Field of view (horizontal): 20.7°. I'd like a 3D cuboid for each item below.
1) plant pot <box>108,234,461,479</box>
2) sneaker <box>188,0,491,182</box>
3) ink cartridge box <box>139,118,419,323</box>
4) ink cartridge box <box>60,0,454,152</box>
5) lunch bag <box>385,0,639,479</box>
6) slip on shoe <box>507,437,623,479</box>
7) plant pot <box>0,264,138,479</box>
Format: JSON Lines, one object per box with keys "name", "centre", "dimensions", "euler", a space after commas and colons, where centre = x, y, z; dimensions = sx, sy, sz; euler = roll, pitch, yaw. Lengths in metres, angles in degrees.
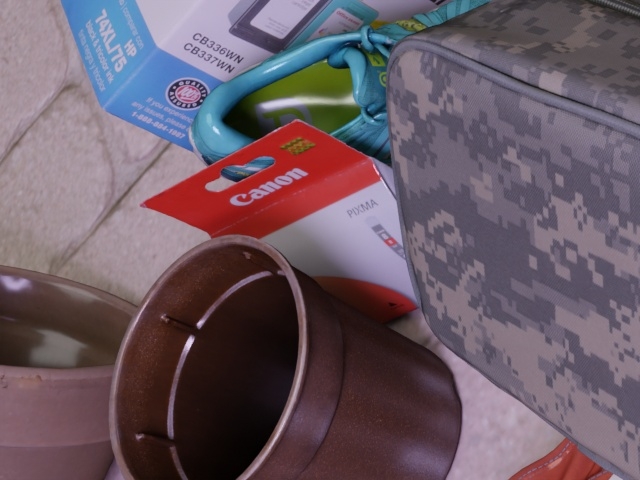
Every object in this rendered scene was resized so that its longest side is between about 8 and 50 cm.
{"name": "plant pot", "centre": [-0.014, 0.100, 1.064], "dimensions": [0.167, 0.165, 0.167], "euler": [-22, 57, 38]}
{"name": "sneaker", "centre": [0.053, -0.092, 1.067], "dimensions": [0.275, 0.110, 0.107], "euler": [-18, 85, 3]}
{"name": "ink cartridge box", "centre": [0.000, 0.000, 1.086], "dimensions": [0.145, 0.179, 0.045], "euler": [-25, 55, 37]}
{"name": "ink cartridge box", "centre": [-0.017, -0.206, 1.190], "dimensions": [0.270, 0.198, 0.197], "euler": [-46, 44, 23]}
{"name": "lunch bag", "centre": [0.212, -0.027, 0.844], "dimensions": [0.305, 0.256, 0.212], "euler": [30, 136, 48]}
{"name": "slip on shoe", "centre": [0.105, 0.204, 0.935], "dimensions": [0.331, 0.123, 0.101], "euler": [-51, 31, 10]}
{"name": "plant pot", "centre": [-0.256, 0.156, 1.257], "dimensions": [0.263, 0.263, 0.229], "euler": [26, 108, 49]}
